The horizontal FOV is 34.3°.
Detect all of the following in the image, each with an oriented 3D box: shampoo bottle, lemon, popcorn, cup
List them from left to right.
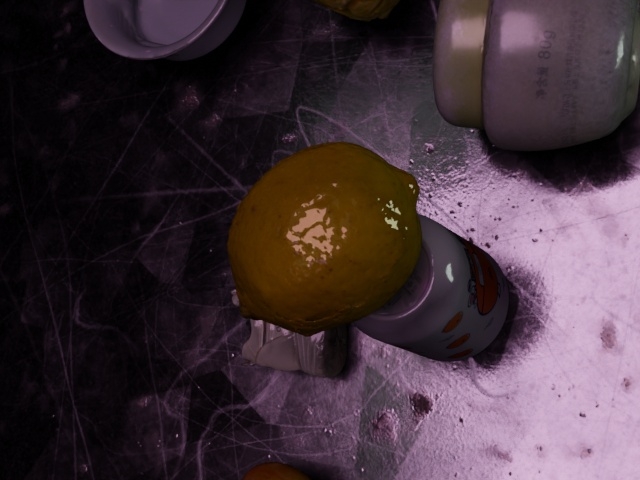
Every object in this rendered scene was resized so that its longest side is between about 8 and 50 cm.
[{"bbox_3d":[-0.282,-0.499,2.063,0.347,0.163,0.347,-5,78,23],"label":"cup"},{"bbox_3d":[0.000,0.000,1.434,0.310,0.253,0.253,-38,67,11],"label":"lemon"},{"bbox_3d":[0.054,-0.500,1.894,0.221,0.204,0.183,40,117,9],"label":"popcorn"},{"bbox_3d":[0.160,0.077,1.663,0.212,0.317,0.212,-5,78,23],"label":"cup"},{"bbox_3d":[0.349,-0.302,1.656,0.317,0.322,0.322,7,82,18],"label":"shampoo bottle"}]

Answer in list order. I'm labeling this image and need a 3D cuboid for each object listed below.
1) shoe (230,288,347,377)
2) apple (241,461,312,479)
[{"bbox_3d":[-0.067,0.075,1.865,0.211,0.132,0.342,-3,81,21],"label":"shoe"},{"bbox_3d":[-0.072,0.482,1.754,0.196,0.196,0.196,-5,77,23],"label":"apple"}]
